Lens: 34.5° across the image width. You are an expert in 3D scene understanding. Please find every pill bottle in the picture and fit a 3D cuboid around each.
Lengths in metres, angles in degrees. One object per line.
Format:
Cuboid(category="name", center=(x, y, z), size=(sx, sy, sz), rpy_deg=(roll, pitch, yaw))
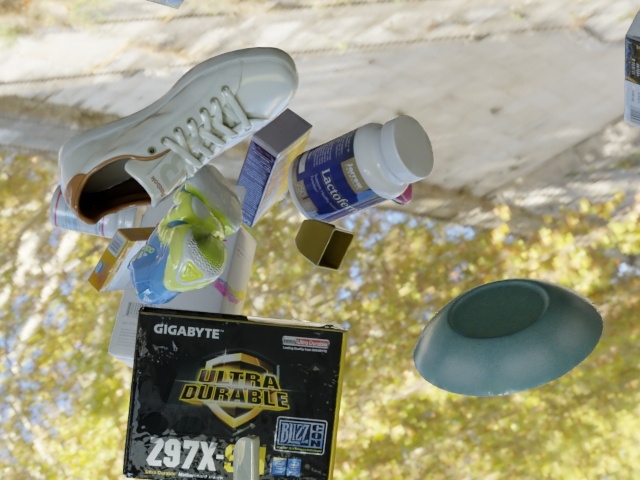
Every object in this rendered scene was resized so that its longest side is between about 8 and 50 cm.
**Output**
Cuboid(category="pill bottle", center=(-0.426, -0.053, 1.963), size=(0.160, 0.087, 0.087), rpy_deg=(11, -143, 2))
Cuboid(category="pill bottle", center=(0.077, -0.137, 1.978), size=(0.153, 0.264, 0.153), rpy_deg=(24, -124, -41))

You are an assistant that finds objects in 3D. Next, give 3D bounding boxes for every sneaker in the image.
Cuboid(category="sneaker", center=(0.140, -0.115, 2.145), size=(0.170, 0.063, 0.075), rpy_deg=(44, 158, 43))
Cuboid(category="sneaker", center=(-0.168, -0.006, 1.205), size=(0.091, 0.126, 0.240), rpy_deg=(52, -162, -18))
Cuboid(category="sneaker", center=(-0.144, -0.100, 1.111), size=(0.106, 0.290, 0.123), rpy_deg=(56, -171, -41))

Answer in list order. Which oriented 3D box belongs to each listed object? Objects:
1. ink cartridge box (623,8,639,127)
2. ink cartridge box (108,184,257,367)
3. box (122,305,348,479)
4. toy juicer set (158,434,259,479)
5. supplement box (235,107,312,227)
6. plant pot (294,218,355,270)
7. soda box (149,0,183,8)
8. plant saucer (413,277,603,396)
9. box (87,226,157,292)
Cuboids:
Cuboid(category="ink cartridge box", center=(0.457, -0.322, 1.219), size=(0.371, 0.069, 0.176), rpy_deg=(-58, -27, -16))
Cuboid(category="ink cartridge box", center=(-0.247, 0.071, 1.945), size=(0.119, 0.207, 0.353), rpy_deg=(54, -136, -65))
Cuboid(category="box", center=(-0.131, 0.245, 1.591), size=(0.079, 0.322, 0.257), rpy_deg=(-138, 55, -84))
Cuboid(category="toy juicer set", center=(-0.185, 0.337, 1.035), size=(0.089, 0.329, 0.209), rpy_deg=(-33, -75, -72))
Cuboid(category="supplement box", center=(-0.108, -0.151, 2.182), size=(0.073, 0.239, 0.130), rpy_deg=(36, -132, 12))
Cuboid(category="plant pot", center=(0.000, 0.000, 1.962), size=(0.083, 0.081, 0.081), rpy_deg=(30, -171, 31))
Cuboid(category="soda box", center=(-0.320, -0.444, 1.678), size=(0.210, 0.067, 0.071), rpy_deg=(12, -97, -16))
Cuboid(category="plant saucer", center=(0.183, 0.083, 1.041), size=(0.195, 0.195, 0.037), rpy_deg=(-66, -39, -58))
Cuboid(category="box", center=(-0.219, 0.021, 1.279), size=(0.028, 0.081, 0.136), rpy_deg=(41, -160, 20))
